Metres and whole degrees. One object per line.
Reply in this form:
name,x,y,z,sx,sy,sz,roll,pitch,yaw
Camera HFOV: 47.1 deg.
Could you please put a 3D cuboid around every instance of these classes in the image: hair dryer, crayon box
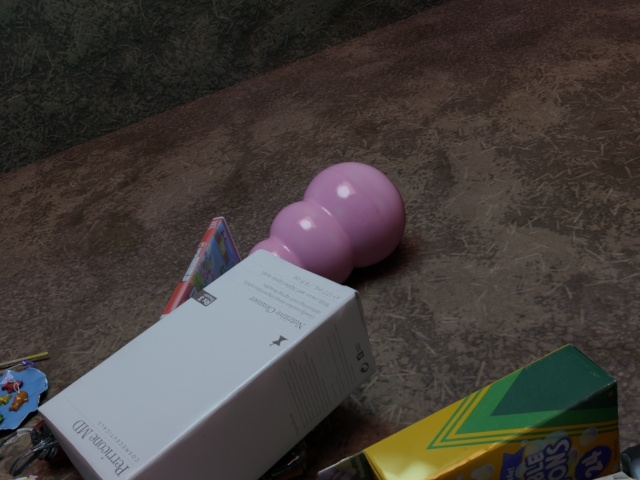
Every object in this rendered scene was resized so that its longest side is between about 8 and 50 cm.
hair dryer,-0.367,0.297,1.099,0.223,0.080,0.293,-15,4,35
crayon box,0.178,0.276,0.815,0.323,0.203,0.083,-23,32,-11

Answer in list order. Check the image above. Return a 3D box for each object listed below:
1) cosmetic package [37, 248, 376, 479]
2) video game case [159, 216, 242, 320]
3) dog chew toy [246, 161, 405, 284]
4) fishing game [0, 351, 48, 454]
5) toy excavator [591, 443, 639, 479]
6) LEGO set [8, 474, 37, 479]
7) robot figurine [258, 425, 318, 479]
cosmetic package,-0.137,0.196,0.970,0.217,0.156,0.385,21,47,42
video game case,-0.176,0.118,1.237,0.025,0.204,0.285,-9,31,16
dog chew toy,0.000,0.000,1.372,0.332,0.206,0.206,-38,36,-18
fishing game,-0.580,0.289,1.313,0.189,0.041,0.264,-13,31,11
toy excavator,0.270,0.394,0.500,0.222,0.445,0.433,-23,-13,8
LEGO set,-0.430,0.384,0.912,0.287,0.107,0.132,-16,21,-31
robot figurine,-0.140,0.290,1.058,0.291,0.085,0.211,-11,31,9
